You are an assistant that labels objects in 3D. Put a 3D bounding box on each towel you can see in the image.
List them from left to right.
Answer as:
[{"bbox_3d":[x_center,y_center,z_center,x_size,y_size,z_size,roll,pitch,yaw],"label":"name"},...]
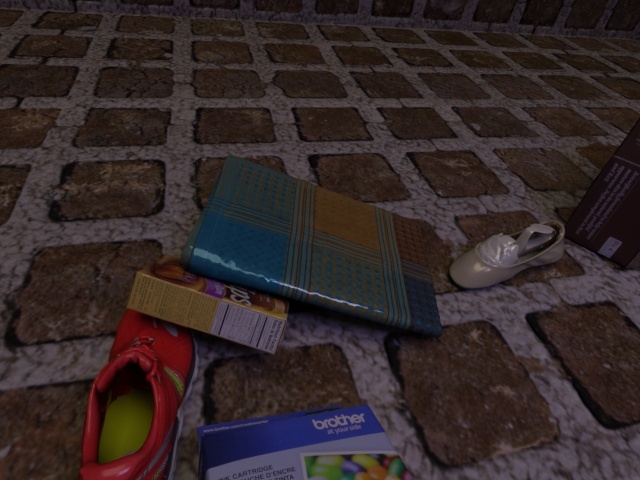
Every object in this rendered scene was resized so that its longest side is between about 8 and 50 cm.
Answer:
[{"bbox_3d":[0.001,0.001,0.643,0.370,0.040,0.271,18,39,-10],"label":"towel"}]

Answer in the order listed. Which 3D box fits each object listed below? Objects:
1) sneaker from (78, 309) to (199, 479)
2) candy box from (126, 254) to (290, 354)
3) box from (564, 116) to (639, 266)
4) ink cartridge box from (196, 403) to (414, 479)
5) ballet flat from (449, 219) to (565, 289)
[{"bbox_3d":[-0.193,0.150,0.453,0.107,0.118,0.279,-4,37,-14],"label":"sneaker"},{"bbox_3d":[-0.136,0.078,0.538,0.187,0.053,0.109,20,8,-5],"label":"candy box"},{"bbox_3d":[0.664,-0.130,0.851,0.143,0.191,0.381,34,47,25],"label":"box"},{"bbox_3d":[0.003,0.248,0.344,0.186,0.065,0.311,0,22,-23],"label":"ink cartridge box"},{"bbox_3d":[0.334,0.015,0.718,0.249,0.086,0.086,-15,47,-23],"label":"ballet flat"}]
